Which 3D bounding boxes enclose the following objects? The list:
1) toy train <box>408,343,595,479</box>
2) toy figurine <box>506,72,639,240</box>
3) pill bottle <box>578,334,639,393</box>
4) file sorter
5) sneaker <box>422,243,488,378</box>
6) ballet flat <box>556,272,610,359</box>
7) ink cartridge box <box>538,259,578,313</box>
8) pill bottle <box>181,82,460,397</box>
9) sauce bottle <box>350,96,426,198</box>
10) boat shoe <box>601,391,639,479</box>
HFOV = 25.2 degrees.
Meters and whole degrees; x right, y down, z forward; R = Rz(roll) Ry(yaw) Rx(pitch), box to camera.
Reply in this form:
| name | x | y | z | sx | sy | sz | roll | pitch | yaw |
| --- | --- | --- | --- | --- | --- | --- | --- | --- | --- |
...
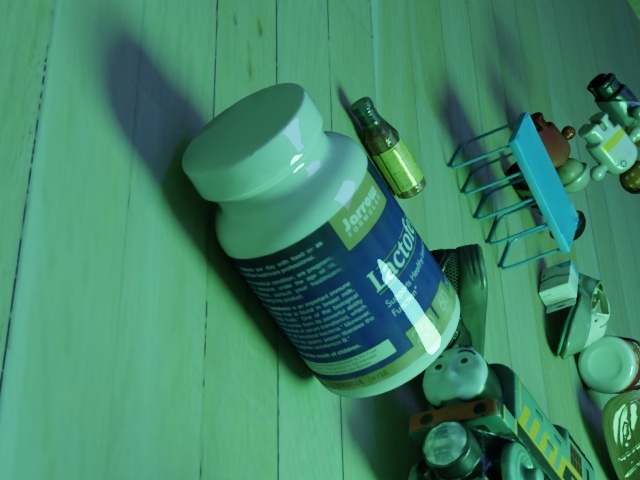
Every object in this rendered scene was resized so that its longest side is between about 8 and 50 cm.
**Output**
| name | x | y | z | sx | sy | sz | roll | pitch | yaw |
| --- | --- | --- | --- | --- | --- | --- | --- | --- | --- |
| toy train | 0.193 | 0.247 | 1.465 | 0.334 | 0.142 | 0.190 | 49 | 33 | -41 |
| toy figurine | 0.400 | -0.123 | 2.136 | 0.148 | 0.209 | 0.213 | 48 | 31 | -18 |
| pill bottle | 0.445 | 0.185 | 2.127 | 0.152 | 0.086 | 0.086 | 11 | 61 | -63 |
| file sorter | 0.261 | -0.063 | 1.926 | 0.170 | 0.104 | 0.118 | 62 | 25 | -14 |
| sneaker | 0.109 | 0.102 | 1.511 | 0.087 | 0.130 | 0.227 | -90 | 176 | -49 |
| ballet flat | 0.384 | 0.109 | 2.067 | 0.213 | 0.068 | 0.072 | -63 | 168 | -62 |
| ink cartridge box | 0.343 | 0.066 | 2.057 | 0.028 | 0.048 | 0.083 | 59 | 25 | -21 |
| pill bottle | 0.000 | 0.000 | 1.266 | 0.265 | 0.153 | 0.153 | 55 | 27 | -27 |
| sauce bottle | 0.077 | -0.108 | 1.653 | 0.128 | 0.042 | 0.042 | 59 | 25 | -24 |
| boat shoe | 0.472 | 0.332 | 2.065 | 0.302 | 0.109 | 0.098 | 56 | -13 | -26 |
